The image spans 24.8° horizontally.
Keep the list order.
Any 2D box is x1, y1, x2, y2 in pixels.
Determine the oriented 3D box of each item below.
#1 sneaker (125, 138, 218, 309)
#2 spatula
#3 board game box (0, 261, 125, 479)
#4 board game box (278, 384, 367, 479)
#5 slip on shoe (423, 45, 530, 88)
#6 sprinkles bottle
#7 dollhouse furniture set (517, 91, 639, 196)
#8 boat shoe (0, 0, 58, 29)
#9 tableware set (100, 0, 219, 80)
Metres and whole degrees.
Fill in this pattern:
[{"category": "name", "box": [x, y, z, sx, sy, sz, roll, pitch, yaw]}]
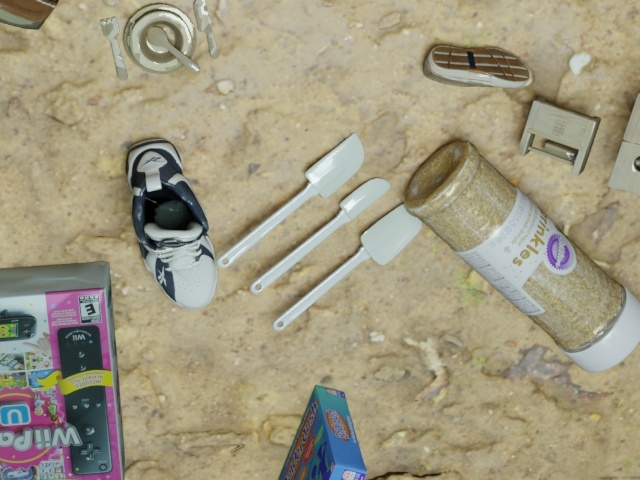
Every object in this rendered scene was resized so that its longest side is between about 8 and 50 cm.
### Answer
[{"category": "sneaker", "box": [-0.180, 0.003, 1.792, 0.094, 0.153, 0.235, -9, 114, -3]}, {"category": "spatula", "box": [0.000, 0.000, 1.868, 0.242, 0.019, 0.168, -41, 117, -5]}, {"category": "board game box", "box": [-0.372, 0.189, 1.876, 0.224, 0.097, 0.303, -4, 114, -6]}, {"category": "board game box", "box": [-0.001, 0.310, 1.918, 0.047, 0.210, 0.160, 16, 109, -13]}, {"category": "slip on shoe", "box": [0.193, -0.211, 1.818, 0.135, 0.051, 0.041, 3, 152, -18]}, {"category": "sprinkles bottle", "box": [0.268, 0.024, 1.883, 0.355, 0.121, 0.121, 40, 102, -21]}, {"category": "dollhouse furniture set", "box": [0.368, -0.149, 1.843, 0.184, 0.129, 0.129, 21, 111, 15]}, {"category": "boat shoe", "box": [-0.430, -0.357, 1.624, 0.324, 0.122, 0.120, 32, 102, -20]}, {"category": "tableware set", "box": [-0.203, -0.286, 1.728, 0.128, 0.039, 0.194, -14, 114, -2]}]
